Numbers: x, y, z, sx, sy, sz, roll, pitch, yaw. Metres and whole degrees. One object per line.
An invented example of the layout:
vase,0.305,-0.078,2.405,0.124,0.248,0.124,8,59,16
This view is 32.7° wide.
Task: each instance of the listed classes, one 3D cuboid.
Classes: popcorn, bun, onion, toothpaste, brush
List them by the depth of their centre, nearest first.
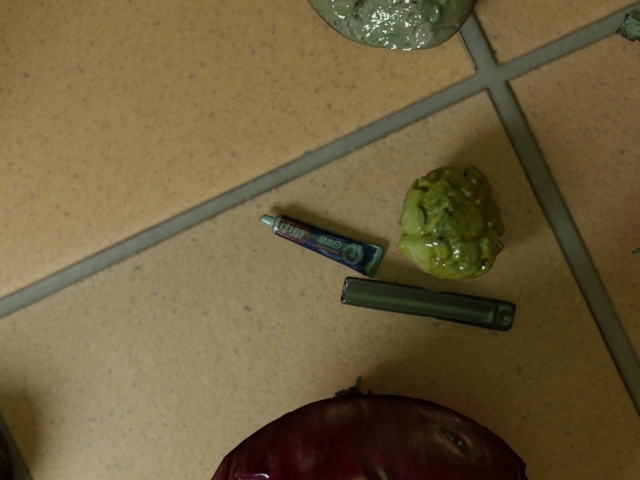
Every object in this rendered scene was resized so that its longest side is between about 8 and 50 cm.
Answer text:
onion,0.038,0.269,1.105,0.347,0.285,0.347,-3,132,-3
bun,0.068,-0.308,1.121,0.210,0.116,0.237,-28,90,5
popcorn,0.135,-0.014,1.145,0.121,0.116,0.106,50,138,3
brush,0.116,0.068,1.187,0.190,0.027,0.034,9,98,-5
toothpaste,0.000,0.000,1.191,0.140,0.021,0.037,21,99,-1

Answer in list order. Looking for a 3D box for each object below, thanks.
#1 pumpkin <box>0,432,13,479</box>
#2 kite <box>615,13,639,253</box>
pumpkin,-0.458,0.231,1.172,0.190,0.139,0.280,-31,94,8
kite,0.461,-0.130,1.106,0.368,0.014,0.406,35,82,17
